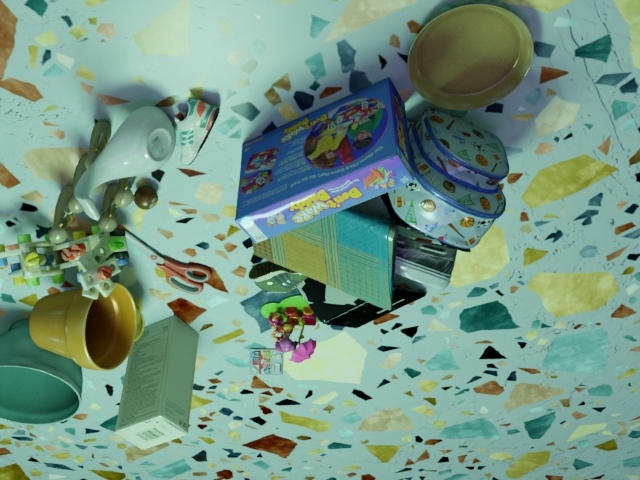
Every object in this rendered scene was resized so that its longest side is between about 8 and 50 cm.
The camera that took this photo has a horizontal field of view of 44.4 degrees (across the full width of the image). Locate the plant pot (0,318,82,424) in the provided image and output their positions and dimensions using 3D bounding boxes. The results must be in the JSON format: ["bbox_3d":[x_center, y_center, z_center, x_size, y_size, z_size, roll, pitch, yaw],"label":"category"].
[{"bbox_3d":[-0.770,0.335,2.099,0.293,0.196,0.293,0,138,0],"label":"plant pot"}]

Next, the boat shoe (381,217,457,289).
[{"bbox_3d":[0.154,0.004,1.813,0.335,0.121,0.119,21,93,0],"label":"boat shoe"}]

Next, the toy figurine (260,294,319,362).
[{"bbox_3d":[-0.073,0.241,2.032,0.173,0.159,0.130,0,137,0],"label":"toy figurine"}]

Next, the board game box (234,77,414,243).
[{"bbox_3d":[0.003,-0.157,1.545,0.347,0.233,0.078,-21,133,21],"label":"board game box"}]

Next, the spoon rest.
[{"bbox_3d":[-0.385,-0.156,1.542,0.084,0.276,0.137,14,140,32],"label":"spoon rest"}]

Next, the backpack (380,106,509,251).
[{"bbox_3d":[0.255,-0.117,1.569,0.276,0.263,0.213,15,135,-15],"label":"backpack"}]

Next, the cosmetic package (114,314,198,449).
[{"bbox_3d":[-0.424,0.369,2.057,0.160,0.309,0.113,-22,133,23],"label":"cosmetic package"}]

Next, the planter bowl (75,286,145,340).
[{"bbox_3d":[-0.548,0.169,1.993,0.217,0.090,0.217,0,132,0],"label":"planter bowl"}]

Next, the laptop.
[{"bbox_3d":[0.097,0.114,2.004,0.234,0.137,0.264,-28,156,28],"label":"laptop"}]

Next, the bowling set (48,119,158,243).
[{"bbox_3d":[-0.440,-0.095,1.665,0.199,0.154,0.287,19,134,-20],"label":"bowling set"}]

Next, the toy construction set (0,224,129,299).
[{"bbox_3d":[-0.558,0.038,1.756,0.327,0.151,0.215,6,-173,34],"label":"toy construction set"}]

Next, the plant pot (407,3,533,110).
[{"bbox_3d":[0.282,-0.349,1.487,0.236,0.032,0.236,0,137,0],"label":"plant pot"}]

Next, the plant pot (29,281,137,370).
[{"bbox_3d":[-0.567,0.195,1.842,0.188,0.205,0.205,2,140,21],"label":"plant pot"}]

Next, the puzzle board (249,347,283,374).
[{"bbox_3d":[-0.156,0.351,2.260,0.096,0.011,0.128,2,138,-3],"label":"puzzle board"}]

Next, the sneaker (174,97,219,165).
[{"bbox_3d":[-0.267,-0.227,1.606,0.075,0.057,0.161,29,132,-8],"label":"sneaker"}]

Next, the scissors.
[{"bbox_3d":[-0.401,0.053,1.924,0.297,0.021,0.109,28,132,-30],"label":"scissors"}]

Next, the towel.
[{"bbox_3d":[0.000,0.000,1.743,0.370,0.040,0.271,21,142,20],"label":"towel"}]

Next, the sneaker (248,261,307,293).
[{"bbox_3d":[-0.075,0.087,1.935,0.192,0.064,0.086,-12,135,22],"label":"sneaker"}]
